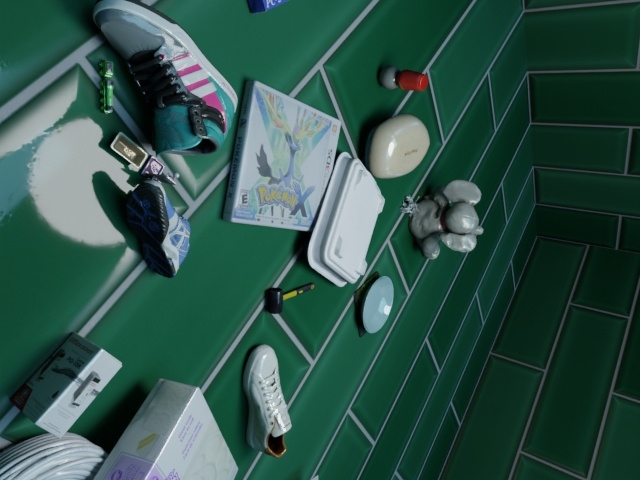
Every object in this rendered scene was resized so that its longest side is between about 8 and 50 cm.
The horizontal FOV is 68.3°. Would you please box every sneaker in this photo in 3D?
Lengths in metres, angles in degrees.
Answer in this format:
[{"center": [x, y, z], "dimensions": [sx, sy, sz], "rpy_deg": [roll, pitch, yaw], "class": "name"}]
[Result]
[{"center": [-0.117, 0.403, 1.178], "dimensions": [0.105, 0.123, 0.291], "rpy_deg": [-18, 114, -48], "class": "sneaker"}, {"center": [-0.254, -0.232, 0.777], "dimensions": [0.295, 0.123, 0.179], "rpy_deg": [35, 52, -53], "class": "sneaker"}, {"center": [-0.284, -0.029, 0.845], "dimensions": [0.211, 0.080, 0.081], "rpy_deg": [98, 16, -46], "class": "sneaker"}]

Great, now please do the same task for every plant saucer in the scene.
[{"center": [0.182, 0.210, 1.579], "dimensions": [0.194, 0.037, 0.195], "rpy_deg": [-21, 118, -48], "class": "plant saucer"}]

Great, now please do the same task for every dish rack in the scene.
[{"center": [0.090, -0.048, 1.320], "dimensions": [0.285, 0.072, 0.333], "rpy_deg": [40, 64, -57], "class": "dish rack"}]

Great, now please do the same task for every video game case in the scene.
[{"center": [-0.077, -0.178, 1.120], "dimensions": [0.328, 0.036, 0.300], "rpy_deg": [5, 96, -54], "class": "video game case"}]

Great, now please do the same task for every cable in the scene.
[{"center": [-0.458, 0.445, 0.760], "dimensions": [0.257, 0.089, 0.257], "rpy_deg": [-42, 133, -39], "class": "cable"}]

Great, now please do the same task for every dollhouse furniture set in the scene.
[{"center": [-0.302, -0.118, 0.796], "dimensions": [0.114, 0.081, 0.091], "rpy_deg": [46, 64, -49], "class": "dollhouse furniture set"}]

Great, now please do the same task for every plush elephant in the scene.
[{"center": [0.467, -0.071, 1.700], "dimensions": [0.330, 0.255, 0.272], "rpy_deg": [23, 82, -54], "class": "plush elephant"}]

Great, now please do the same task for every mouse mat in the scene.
[{"center": [0.164, 0.216, 1.595], "dimensions": [0.152, 0.007, 0.190], "rpy_deg": [-38, 128, -41], "class": "mouse mat"}]

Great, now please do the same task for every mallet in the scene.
[{"center": [-0.072, 0.148, 1.234], "dimensions": [0.189, 0.039, 0.063], "rpy_deg": [-2, 101, -57], "class": "mallet"}]

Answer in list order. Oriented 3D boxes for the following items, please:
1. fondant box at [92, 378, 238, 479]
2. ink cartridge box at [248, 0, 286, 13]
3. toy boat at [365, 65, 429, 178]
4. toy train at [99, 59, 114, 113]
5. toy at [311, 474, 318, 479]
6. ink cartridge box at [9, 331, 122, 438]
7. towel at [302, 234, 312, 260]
[{"center": [-0.284, 0.467, 0.910], "dimensions": [0.238, 0.096, 0.331], "rpy_deg": [-64, 152, -46], "class": "fondant box"}, {"center": [-0.079, -0.559, 0.989], "dimensions": [0.207, 0.046, 0.097], "rpy_deg": [-45, 132, -36], "class": "ink cartridge box"}, {"center": [0.227, -0.348, 1.408], "dimensions": [0.267, 0.148, 0.319], "rpy_deg": [-19, 123, -44], "class": "toy boat"}, {"center": [-0.340, -0.245, 0.753], "dimensions": [0.017, 0.023, 0.084], "rpy_deg": [-13, 110, -51], "class": "toy train"}, {"center": [-0.107, 0.786, 1.367], "dimensions": [0.237, 0.056, 0.137], "rpy_deg": [-20, 120, -44], "class": "toy"}, {"center": [-0.403, 0.226, 0.753], "dimensions": [0.135, 0.099, 0.056], "rpy_deg": [-55, 138, -29], "class": "ink cartridge box"}, {"center": [0.000, 0.000, 1.285], "dimensions": [0.119, 0.029, 0.067], "rpy_deg": [-48, 135, -33], "class": "towel"}]
